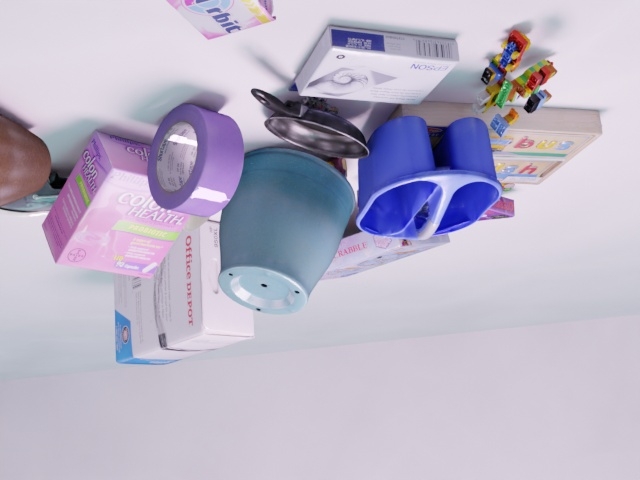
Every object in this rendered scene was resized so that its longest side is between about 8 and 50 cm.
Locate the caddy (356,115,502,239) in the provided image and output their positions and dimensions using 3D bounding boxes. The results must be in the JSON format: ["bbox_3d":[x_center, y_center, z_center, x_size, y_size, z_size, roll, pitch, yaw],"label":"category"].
[{"bbox_3d":[0.195,-0.094,1.734,0.241,0.179,0.341,1,162,-10],"label":"caddy"}]

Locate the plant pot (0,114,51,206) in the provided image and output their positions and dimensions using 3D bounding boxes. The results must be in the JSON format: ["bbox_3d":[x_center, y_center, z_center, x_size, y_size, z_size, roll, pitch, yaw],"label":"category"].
[{"bbox_3d":[-0.582,-0.138,1.600,0.215,0.216,0.230,-14,174,29],"label":"plant pot"}]

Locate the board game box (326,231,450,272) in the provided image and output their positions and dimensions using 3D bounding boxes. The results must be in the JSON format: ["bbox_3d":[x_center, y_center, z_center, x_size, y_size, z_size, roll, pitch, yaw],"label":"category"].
[{"bbox_3d":[0.116,0.027,2.299,0.317,0.066,0.318,-20,172,27],"label":"board game box"}]

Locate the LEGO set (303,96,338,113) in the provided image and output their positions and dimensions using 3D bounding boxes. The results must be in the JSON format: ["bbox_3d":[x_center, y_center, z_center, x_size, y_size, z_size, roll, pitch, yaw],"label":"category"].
[{"bbox_3d":[0.000,-0.244,1.645,0.054,0.024,0.083,20,-172,18],"label":"LEGO set"}]

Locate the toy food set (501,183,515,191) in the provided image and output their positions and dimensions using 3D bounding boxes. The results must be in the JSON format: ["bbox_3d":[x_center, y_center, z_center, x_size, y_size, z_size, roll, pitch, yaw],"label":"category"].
[{"bbox_3d":[0.405,-0.131,2.096,0.082,0.020,0.083,-2,162,-8],"label":"toy food set"}]

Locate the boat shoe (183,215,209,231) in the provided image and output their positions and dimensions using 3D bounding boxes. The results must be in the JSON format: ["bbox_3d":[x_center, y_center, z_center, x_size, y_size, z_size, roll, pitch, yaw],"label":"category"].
[{"bbox_3d":[-0.289,-0.082,2.030,0.081,0.069,0.228,-38,168,-9],"label":"boat shoe"}]

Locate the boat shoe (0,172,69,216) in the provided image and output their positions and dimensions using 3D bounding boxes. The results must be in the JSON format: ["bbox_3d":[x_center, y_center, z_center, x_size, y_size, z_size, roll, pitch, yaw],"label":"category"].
[{"bbox_3d":[-0.546,-0.109,1.890,0.319,0.116,0.099,5,119,-7],"label":"boat shoe"}]

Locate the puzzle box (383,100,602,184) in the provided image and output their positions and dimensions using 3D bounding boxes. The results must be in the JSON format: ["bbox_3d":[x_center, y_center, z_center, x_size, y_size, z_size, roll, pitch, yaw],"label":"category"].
[{"bbox_3d":[0.309,-0.187,1.844,0.408,0.052,0.272,1,161,-14],"label":"puzzle box"}]

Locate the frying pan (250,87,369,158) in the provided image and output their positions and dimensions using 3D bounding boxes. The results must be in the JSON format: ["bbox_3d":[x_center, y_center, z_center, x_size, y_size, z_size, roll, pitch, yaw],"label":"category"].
[{"bbox_3d":[-0.049,-0.213,1.639,0.326,0.053,0.197,25,168,-41],"label":"frying pan"}]

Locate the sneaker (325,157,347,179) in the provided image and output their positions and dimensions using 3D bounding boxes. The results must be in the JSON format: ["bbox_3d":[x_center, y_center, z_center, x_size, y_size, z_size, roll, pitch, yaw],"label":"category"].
[{"bbox_3d":[-0.015,-0.125,1.945,0.083,0.070,0.185,6,159,-29],"label":"sneaker"}]

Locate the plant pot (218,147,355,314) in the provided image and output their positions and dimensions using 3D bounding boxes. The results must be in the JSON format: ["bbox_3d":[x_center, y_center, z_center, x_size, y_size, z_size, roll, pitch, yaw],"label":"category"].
[{"bbox_3d":[-0.085,-0.002,1.872,0.271,0.255,0.272,10,147,6],"label":"plant pot"}]

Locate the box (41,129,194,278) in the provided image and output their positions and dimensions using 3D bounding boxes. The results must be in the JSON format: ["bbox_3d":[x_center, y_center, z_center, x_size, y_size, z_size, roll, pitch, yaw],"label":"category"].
[{"bbox_3d":[-0.378,-0.062,1.799,0.213,0.117,0.243,13,122,-42],"label":"box"}]

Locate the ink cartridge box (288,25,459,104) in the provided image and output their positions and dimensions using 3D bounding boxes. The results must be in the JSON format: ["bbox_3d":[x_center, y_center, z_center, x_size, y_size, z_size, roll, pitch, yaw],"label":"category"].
[{"bbox_3d":[0.081,-0.269,1.538,0.223,0.045,0.224,2,162,-18],"label":"ink cartridge box"}]

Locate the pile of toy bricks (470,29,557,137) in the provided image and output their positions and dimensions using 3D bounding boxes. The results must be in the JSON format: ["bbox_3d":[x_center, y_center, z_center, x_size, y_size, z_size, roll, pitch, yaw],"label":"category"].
[{"bbox_3d":[0.340,-0.265,1.548,0.105,0.118,0.212,-32,162,-20],"label":"pile of toy bricks"}]

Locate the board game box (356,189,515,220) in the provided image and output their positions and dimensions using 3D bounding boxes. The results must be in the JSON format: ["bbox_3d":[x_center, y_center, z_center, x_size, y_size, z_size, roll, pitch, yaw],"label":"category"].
[{"bbox_3d":[0.264,-0.082,2.088,0.208,0.056,0.346,-12,166,37],"label":"board game box"}]

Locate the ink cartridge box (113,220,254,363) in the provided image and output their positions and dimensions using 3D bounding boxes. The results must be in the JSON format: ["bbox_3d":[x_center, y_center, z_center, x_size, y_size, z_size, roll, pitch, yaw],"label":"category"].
[{"bbox_3d":[-0.351,0.142,2.361,0.166,0.286,0.394,10,159,-42],"label":"ink cartridge box"}]

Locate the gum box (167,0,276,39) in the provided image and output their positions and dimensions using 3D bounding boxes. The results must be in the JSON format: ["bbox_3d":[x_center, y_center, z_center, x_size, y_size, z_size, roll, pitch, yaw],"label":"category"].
[{"bbox_3d":[-0.142,-0.340,1.232,0.107,0.062,0.188,-10,162,19],"label":"gum box"}]

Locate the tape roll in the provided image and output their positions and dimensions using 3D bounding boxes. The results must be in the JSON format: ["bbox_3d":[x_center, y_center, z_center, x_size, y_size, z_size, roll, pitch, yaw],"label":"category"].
[{"bbox_3d":[-0.222,-0.140,1.646,0.080,0.189,0.189,11,158,-41],"label":"tape roll"}]
